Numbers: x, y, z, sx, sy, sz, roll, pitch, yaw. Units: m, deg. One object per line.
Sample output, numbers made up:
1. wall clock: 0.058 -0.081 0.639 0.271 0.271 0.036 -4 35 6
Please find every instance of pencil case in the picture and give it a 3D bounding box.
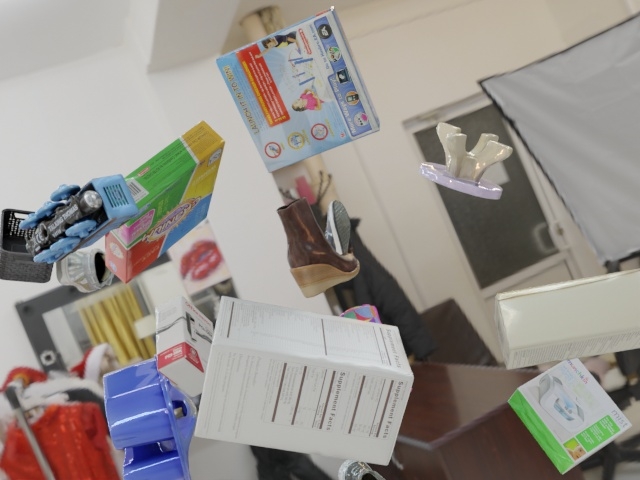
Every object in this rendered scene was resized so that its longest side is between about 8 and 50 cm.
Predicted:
1. pencil case: 0.128 0.268 1.681 0.104 0.236 0.104 -24 -8 -4

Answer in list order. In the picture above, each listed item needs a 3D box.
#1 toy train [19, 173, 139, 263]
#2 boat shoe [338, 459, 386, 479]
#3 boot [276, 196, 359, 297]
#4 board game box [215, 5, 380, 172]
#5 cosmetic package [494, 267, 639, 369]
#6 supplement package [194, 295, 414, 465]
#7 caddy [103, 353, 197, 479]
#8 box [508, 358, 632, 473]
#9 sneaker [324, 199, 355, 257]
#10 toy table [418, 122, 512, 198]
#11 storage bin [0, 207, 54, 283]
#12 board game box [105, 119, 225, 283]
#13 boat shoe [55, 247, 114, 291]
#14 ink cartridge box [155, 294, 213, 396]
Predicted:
1. toy train: -0.345 -0.027 0.992 0.184 0.080 0.105 -29 -7 38
2. boat shoe: 0.163 0.696 1.753 0.121 0.335 0.119 -41 12 -14
3. boot: 0.000 0.000 1.564 0.090 0.206 0.248 -13 6 29
4. board game box: -0.050 -0.361 1.700 0.302 0.308 0.086 -19 21 14
5. cosmetic package: 0.488 0.145 1.291 0.310 0.113 0.160 -11 -26 6
6. supplement package: -0.022 0.177 0.893 0.244 0.133 0.139 11 19 -6
7. caddy: -0.361 0.396 1.538 0.179 0.241 0.341 -13 18 -15
8. box: 0.745 0.520 2.105 0.231 0.262 0.126 -25 -28 -16
9. sneaker: 0.012 0.005 2.059 0.163 0.226 0.086 -17 -15 37
10. toy table: 0.432 -0.241 2.084 0.274 0.160 0.252 24 22 27
11. storage bin: -0.696 0.012 1.653 0.122 0.180 0.084 8 -57 -28
12. board game box: -0.311 -0.067 1.375 0.242 0.064 0.316 -44 -7 -28
13. boat shoe: -0.606 0.075 1.875 0.103 0.118 0.320 -3 -8 1
14. ink cartridge box: -0.221 0.173 1.156 0.056 0.135 0.099 -28 -46 11
